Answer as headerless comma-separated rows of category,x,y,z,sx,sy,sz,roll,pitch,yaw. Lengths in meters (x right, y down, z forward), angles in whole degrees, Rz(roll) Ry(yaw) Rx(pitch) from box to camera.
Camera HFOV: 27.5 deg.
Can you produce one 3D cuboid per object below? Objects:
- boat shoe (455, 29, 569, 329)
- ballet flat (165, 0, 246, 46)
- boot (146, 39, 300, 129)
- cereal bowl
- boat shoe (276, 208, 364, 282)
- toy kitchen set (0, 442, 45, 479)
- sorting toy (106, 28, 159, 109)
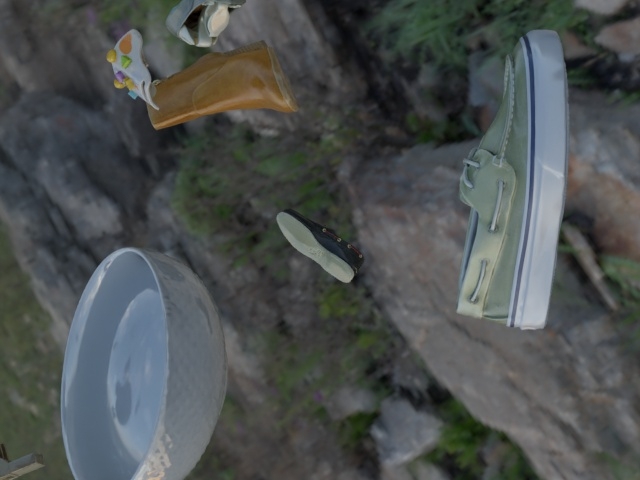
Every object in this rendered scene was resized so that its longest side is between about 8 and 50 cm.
boat shoe,0.176,-0.047,1.219,0.109,0.094,0.302,-82,-8,-64
ballet flat,-0.150,-0.284,1.673,0.213,0.072,0.068,144,118,-65
boot,-0.154,-0.214,1.957,0.295,0.211,0.104,-122,8,-68
cereal bowl,-0.222,0.183,1.764,0.339,0.141,0.339,-21,65,55
boat shoe,-0.001,0.001,1.760,0.133,0.042,0.049,38,146,2
toy kitchen set,-0.441,0.300,1.883,0.068,0.075,0.083,59,-171,-71
sorting toy,-0.210,-0.188,1.519,0.075,0.045,0.083,48,159,38
